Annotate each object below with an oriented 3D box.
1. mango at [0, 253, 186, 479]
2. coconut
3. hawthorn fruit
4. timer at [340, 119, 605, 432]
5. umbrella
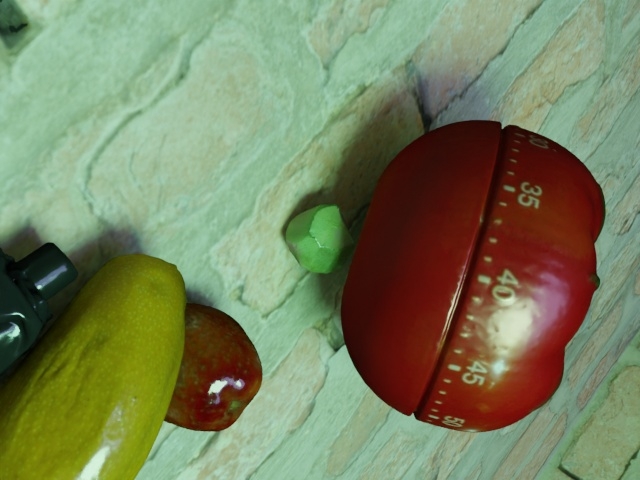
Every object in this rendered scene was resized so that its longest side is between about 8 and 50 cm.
[{"bbox_3d":[-0.229,0.173,0.615,0.144,0.187,0.359,35,84,-30],"label":"mango"},{"bbox_3d":[0.000,0.000,0.854,0.083,0.081,0.082,-22,87,-44],"label":"coconut"},{"bbox_3d":[-0.130,0.137,0.742,0.132,0.137,0.133,-32,137,-37],"label":"hawthorn fruit"},{"bbox_3d":[0.178,0.040,0.869,0.378,0.279,0.378,19,90,-83],"label":"timer"},{"bbox_3d":[-0.310,0.096,0.544,0.272,0.110,0.122,-43,139,-28],"label":"umbrella"}]
